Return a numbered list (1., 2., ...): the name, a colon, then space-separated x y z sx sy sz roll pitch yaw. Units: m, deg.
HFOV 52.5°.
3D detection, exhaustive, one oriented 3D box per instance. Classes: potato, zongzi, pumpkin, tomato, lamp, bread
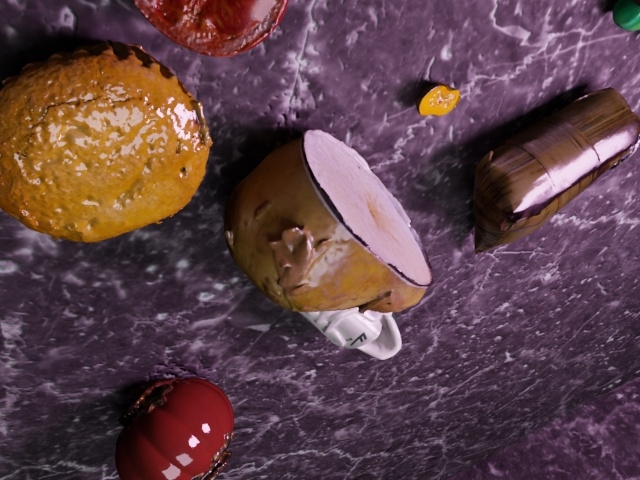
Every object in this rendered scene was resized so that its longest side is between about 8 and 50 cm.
1. potato: 0.000 0.000 0.893 0.196 0.246 0.300 -34 136 23
2. zongzi: 0.376 -0.095 1.104 0.286 0.138 0.300 -31 156 -9
3. pumpkin: 0.162 -0.201 0.919 0.083 0.028 0.050 3 131 -45
4. tomato: -0.108 -0.264 0.644 0.159 0.091 0.139 19 116 -11
5. lamp: -0.261 0.344 1.149 0.227 0.226 0.226 -16 140 -14
6. bread: -0.241 -0.106 0.697 0.240 0.139 0.240 -16 140 -14

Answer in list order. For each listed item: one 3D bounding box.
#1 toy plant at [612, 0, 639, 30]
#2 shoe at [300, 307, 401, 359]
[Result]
1. toy plant: 0.485 -0.338 0.903 0.143 0.105 0.200 -14 152 -5
2. shoe: 0.017 0.102 1.069 0.132 0.160 0.363 -41 140 13
